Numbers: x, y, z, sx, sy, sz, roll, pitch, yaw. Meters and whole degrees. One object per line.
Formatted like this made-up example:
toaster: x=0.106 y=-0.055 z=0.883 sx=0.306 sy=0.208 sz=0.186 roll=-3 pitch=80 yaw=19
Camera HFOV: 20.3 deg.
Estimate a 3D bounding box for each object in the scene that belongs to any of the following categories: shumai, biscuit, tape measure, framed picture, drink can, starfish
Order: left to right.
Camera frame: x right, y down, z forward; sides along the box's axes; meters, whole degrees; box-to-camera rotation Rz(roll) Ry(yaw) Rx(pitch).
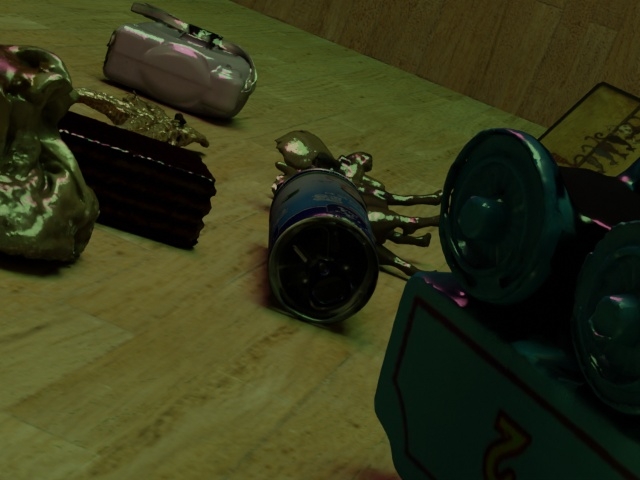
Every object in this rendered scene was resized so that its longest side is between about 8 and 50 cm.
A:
biscuit: x=-0.275 y=-0.089 z=1.545 sx=0.388 sy=0.073 sz=0.107 roll=18 pitch=13 yaw=-18
shumai: x=-0.240 y=-0.075 z=1.368 sx=0.161 sy=0.153 sz=0.209 roll=12 pitch=16 yaw=-9
starfish: x=-0.213 y=-0.137 z=1.955 sx=0.138 sy=0.050 sz=0.247 roll=23 pitch=8 yaw=20
tape measure: x=-0.179 y=-0.233 z=2.333 sx=0.196 sy=0.105 sz=0.178 roll=19 pitch=11 yaw=-6
drink can: x=0.000 y=0.000 z=1.576 sx=0.097 sy=0.097 sz=0.235 roll=20 pitch=12 yaw=-5
framed picture: x=0.392 y=-0.078 z=2.353 sx=0.339 sy=0.255 sz=0.014 roll=35 pitch=-16 yaw=50

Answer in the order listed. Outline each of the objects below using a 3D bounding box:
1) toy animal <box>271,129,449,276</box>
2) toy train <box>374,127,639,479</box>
toy animal: x=0.036 y=-0.044 z=1.859 sx=0.186 sy=0.093 sz=0.214 roll=11 pitch=21 yaw=-8
toy train: x=0.174 y=0.083 z=1.058 sx=0.188 sy=0.265 sz=0.300 roll=3 pitch=21 yaw=-31
